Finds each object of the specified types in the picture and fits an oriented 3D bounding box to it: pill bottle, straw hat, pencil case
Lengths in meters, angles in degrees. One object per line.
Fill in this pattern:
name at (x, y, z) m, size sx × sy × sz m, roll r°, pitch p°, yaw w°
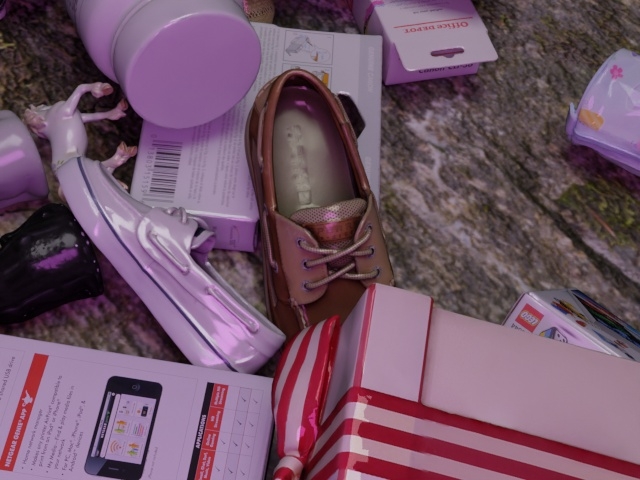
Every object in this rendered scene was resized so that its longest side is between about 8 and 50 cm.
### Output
pill bottle at (-0.172, -0.250, 1.169) m, size 0.160 × 0.160 × 0.283 m, roll -17°, pitch 52°, yaw -19°
straw hat at (-0.081, -0.255, 1.314) m, size 0.144 × 0.144 × 0.061 m, roll -21°, pitch 99°, yaw -21°
pencil case at (0.391, -0.089, 1.221) m, size 0.273 × 0.113 × 0.124 m, roll 33°, pitch 76°, yaw 17°

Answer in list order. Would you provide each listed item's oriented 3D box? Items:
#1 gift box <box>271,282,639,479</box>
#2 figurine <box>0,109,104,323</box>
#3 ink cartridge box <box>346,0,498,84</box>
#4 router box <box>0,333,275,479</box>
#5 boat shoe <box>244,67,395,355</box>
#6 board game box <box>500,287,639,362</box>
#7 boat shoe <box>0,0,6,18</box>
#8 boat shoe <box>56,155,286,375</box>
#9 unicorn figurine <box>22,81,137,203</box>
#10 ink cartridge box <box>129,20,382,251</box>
gift box at (0.071, 0.212, 0.868) m, size 0.258 × 0.276 × 0.255 m, roll 16°, pitch 54°, yaw -9°
figurine at (-0.336, -0.001, 1.081) m, size 0.209 × 0.092 × 0.215 m, roll -24°, pitch 58°, yaw -18°
ink cartridge box at (0.110, -0.243, 1.329) m, size 0.115 × 0.067 × 0.198 m, roll -10°, pitch 53°, yaw -14°
router box at (-0.203, 0.241, 0.910) m, size 0.301 × 0.082 × 0.336 m, roll 10°, pitch 52°, yaw 0°
boat shoe at (0.000, 0.000, 1.046) m, size 0.122 × 0.120 × 0.324 m, roll -16°, pitch 78°, yaw -7°
board game box at (0.303, 0.146, 0.994) m, size 0.305 × 0.053 × 0.193 m, roll 37°, pitch 13°, yaw 20°
boat shoe at (-0.403, -0.249, 1.286) m, size 0.125 × 0.038 × 0.046 m, roll -18°, pitch 57°, yaw -20°
boat shoe at (-0.130, 0.014, 1.057) m, size 0.084 × 0.095 × 0.258 m, roll -40°, pitch 85°, yaw 4°
unicorn figurine at (-0.238, -0.104, 1.151) m, size 0.111 × 0.060 × 0.162 m, roll -20°, pitch 51°, yaw 14°
ink cartridge box at (-0.060, -0.112, 1.213) m, size 0.238 × 0.060 × 0.275 m, roll 6°, pitch 53°, yaw -3°
